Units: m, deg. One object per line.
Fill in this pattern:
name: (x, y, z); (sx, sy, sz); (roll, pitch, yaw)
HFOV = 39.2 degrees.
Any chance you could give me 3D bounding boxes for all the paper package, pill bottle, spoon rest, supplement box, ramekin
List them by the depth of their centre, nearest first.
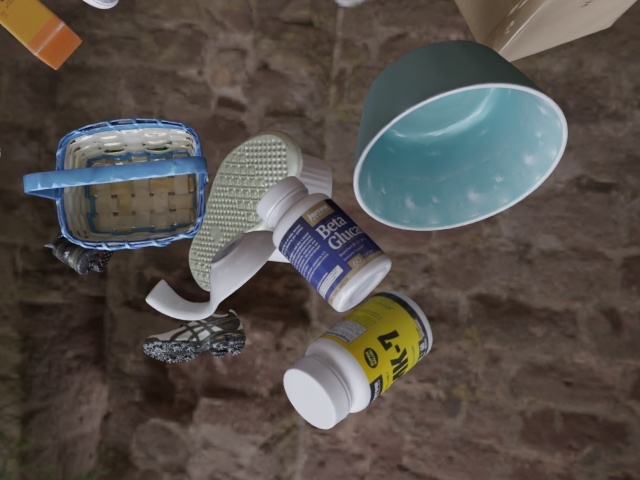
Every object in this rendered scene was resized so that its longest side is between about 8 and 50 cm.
pill bottle: (0.000, 0.000, 1.128); (0.169, 0.094, 0.094); (45, -163, 15)
pill bottle: (0.054, 0.169, 1.284); (0.119, 0.119, 0.208); (9, -145, 46)
paper package: (0.408, -0.453, 1.414); (0.310, 0.168, 0.325); (-21, 167, -25)
spoon rest: (-0.160, 0.062, 1.425); (0.276, 0.084, 0.137); (-25, -158, 40)
supplement box: (-0.529, -0.403, 1.576); (0.233, 0.078, 0.080); (42, 180, 15)
ramekin: (-0.069, -0.077, 2.085); (0.135, 0.277, 0.277); (10, -177, -12)

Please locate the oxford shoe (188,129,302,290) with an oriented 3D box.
oxford shoe: (-0.136, -0.061, 1.795); (0.130, 0.169, 0.449); (-15, 152, -37)

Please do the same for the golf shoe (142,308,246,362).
golf shoe: (-0.243, 0.176, 1.709); (0.198, 0.093, 0.077); (-1, 148, -24)

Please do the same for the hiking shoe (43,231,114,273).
hiking shoe: (-0.525, 0.013, 1.983); (0.114, 0.086, 0.227); (29, -178, 2)

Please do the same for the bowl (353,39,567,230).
bowl: (0.184, -0.170, 1.311); (0.312, 0.163, 0.311); (-8, 146, -6)

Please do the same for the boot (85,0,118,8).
boot: (-0.356, -0.432, 1.335); (0.086, 0.069, 0.190); (-3, 134, 50)

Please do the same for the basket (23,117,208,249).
basket: (-0.297, -0.087, 1.376); (0.255, 0.201, 0.289); (-5, -178, -5)
